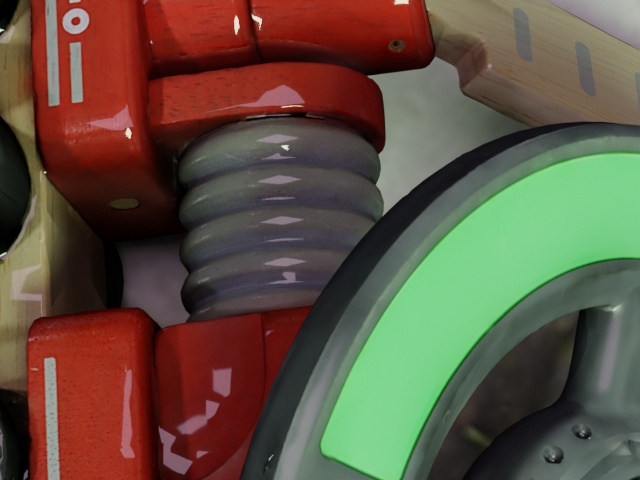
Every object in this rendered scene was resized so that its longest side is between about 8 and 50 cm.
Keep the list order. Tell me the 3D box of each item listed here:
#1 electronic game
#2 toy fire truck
[{"bbox_3d":[0.066,0.085,0.455,0.048,0.229,0.229,3,62,49],"label":"electronic game"},{"bbox_3d":[0.000,0.000,0.516,0.246,0.158,0.217,-8,70,8],"label":"toy fire truck"}]
